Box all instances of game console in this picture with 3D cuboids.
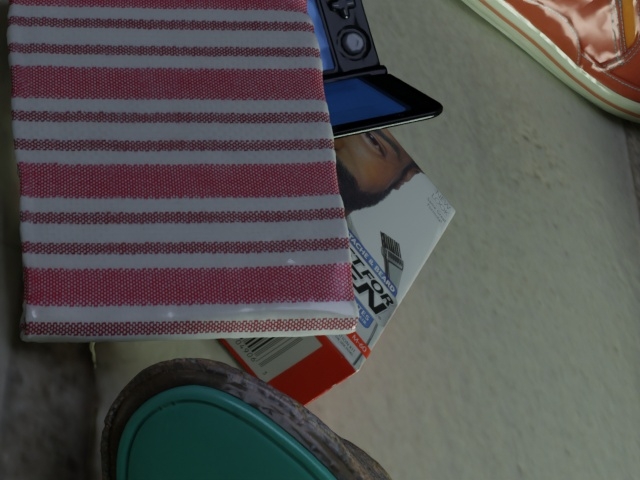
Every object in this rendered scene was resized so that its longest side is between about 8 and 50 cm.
[{"bbox_3d":[-0.017,-0.093,0.808,0.122,0.071,0.107,-13,83,-22],"label":"game console"}]

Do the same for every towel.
[{"bbox_3d":[-0.065,-0.039,0.730,0.144,0.029,0.197,-1,58,-13],"label":"towel"}]

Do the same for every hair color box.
[{"bbox_3d":[0.000,0.000,0.816,0.093,0.053,0.167,49,32,-9],"label":"hair color box"}]

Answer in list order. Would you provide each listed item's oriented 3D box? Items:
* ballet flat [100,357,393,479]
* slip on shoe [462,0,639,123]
[{"bbox_3d":[0.023,0.167,0.677,0.316,0.107,0.106,55,12,-11],"label":"ballet flat"},{"bbox_3d":[0.204,-0.178,1.193,0.331,0.101,0.123,28,40,-38],"label":"slip on shoe"}]
